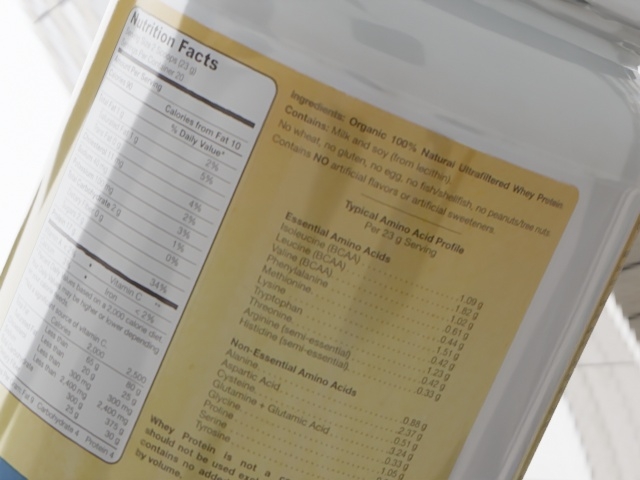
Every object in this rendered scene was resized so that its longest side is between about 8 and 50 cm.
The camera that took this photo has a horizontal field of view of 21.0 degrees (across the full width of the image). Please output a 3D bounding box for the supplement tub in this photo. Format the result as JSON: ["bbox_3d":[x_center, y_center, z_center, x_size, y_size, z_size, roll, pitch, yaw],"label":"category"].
[{"bbox_3d":[0.000,0.000,0.438,0.144,0.144,0.199,20,-80,-22],"label":"supplement tub"}]
